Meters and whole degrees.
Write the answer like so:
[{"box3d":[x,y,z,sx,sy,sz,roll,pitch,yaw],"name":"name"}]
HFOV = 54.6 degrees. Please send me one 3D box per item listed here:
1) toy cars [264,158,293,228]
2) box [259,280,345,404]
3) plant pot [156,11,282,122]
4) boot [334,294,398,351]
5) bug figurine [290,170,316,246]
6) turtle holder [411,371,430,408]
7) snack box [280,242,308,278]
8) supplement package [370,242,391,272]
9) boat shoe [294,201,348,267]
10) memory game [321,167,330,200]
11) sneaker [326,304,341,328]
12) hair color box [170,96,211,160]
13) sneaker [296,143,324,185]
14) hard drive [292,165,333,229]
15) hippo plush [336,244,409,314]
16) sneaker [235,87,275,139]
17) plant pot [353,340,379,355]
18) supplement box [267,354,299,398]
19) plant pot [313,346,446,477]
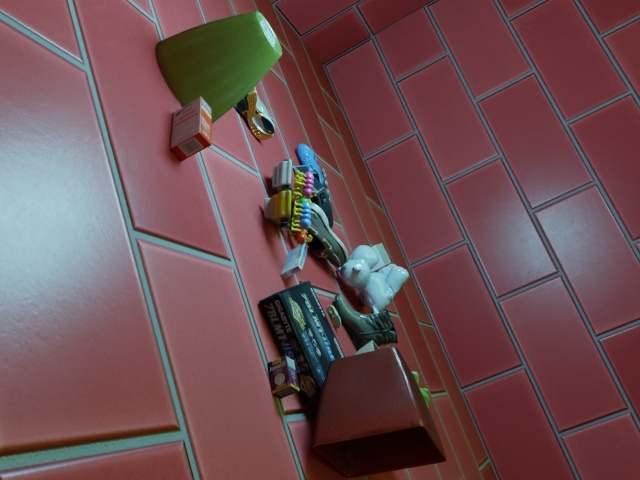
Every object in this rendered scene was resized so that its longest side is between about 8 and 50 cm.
[{"box3d":[-0.135,-0.155,2.016,0.394,0.087,0.176,-94,-172,-58],"name":"toy cars"},{"box3d":[-0.036,0.268,1.713,0.295,0.073,0.293,66,17,5],"name":"box"},{"box3d":[-0.270,-0.525,1.793,0.275,0.293,0.275,55,18,-28],"name":"plant pot"},{"box3d":[0.164,0.272,2.174,0.246,0.161,0.083,61,15,-9],"name":"boot"},{"box3d":[-0.053,-0.101,1.954,0.279,0.072,0.216,109,-17,-77],"name":"bug figurine"},{"box3d":[0.192,0.535,1.806,0.320,0.243,0.227,108,-11,-55],"name":"turtle holder"},{"box3d":[-0.078,0.061,1.910,0.022,0.064,0.178,57,17,-16],"name":"snack box"},{"box3d":[0.243,0.083,2.832,0.105,0.105,0.179,65,16,4],"name":"supplement package"},{"box3d":[0.000,0.000,2.200,0.116,0.097,0.324,18,-28,39],"name":"boat shoe"},{"box3d":[0.026,-0.224,2.667,0.186,0.012,0.186,170,-90,-89],"name":"memory game"},{"box3d":[0.052,0.255,2.081,0.083,0.032,0.037,68,16,13],"name":"sneaker"},{"box3d":[-0.331,-0.289,1.597,0.053,0.093,0.167,51,21,-42],"name":"hair color box"},{"box3d":[-0.042,-0.314,2.593,0.082,0.069,0.209,7,59,-84],"name":"sneaker"},{"box3d":[-0.021,-0.146,2.218,0.172,0.054,0.255,50,-15,32],"name":"hard drive"},{"box3d":[0.166,0.156,2.397,0.236,0.234,0.294,41,65,-15],"name":"hippo plush"},{"box3d":[-0.251,-0.485,2.195,0.121,0.099,0.262,-104,169,-60],"name":"sneaker"},{"box3d":[0.161,0.418,2.054,0.109,0.096,0.109,53,18,-34],"name":"plant pot"},{"box3d":[-0.088,0.325,1.477,0.043,0.055,0.083,45,23,-49],"name":"supplement box"},{"box3d":[0.143,0.423,1.563,0.267,0.267,0.236,59,22,-49],"name":"plant pot"}]
